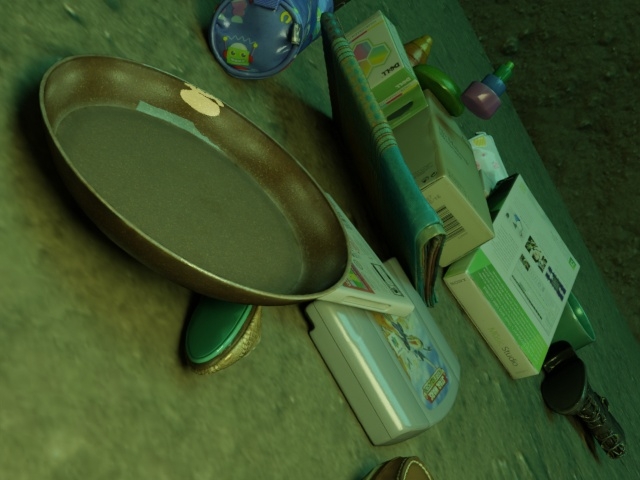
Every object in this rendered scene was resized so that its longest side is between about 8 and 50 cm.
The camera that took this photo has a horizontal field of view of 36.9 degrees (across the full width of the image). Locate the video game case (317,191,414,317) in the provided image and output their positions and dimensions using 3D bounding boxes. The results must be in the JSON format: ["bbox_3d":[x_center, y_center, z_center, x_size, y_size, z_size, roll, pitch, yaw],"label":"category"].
[{"bbox_3d":[0.000,0.000,1.081,0.183,0.023,0.201,17,31,-52],"label":"video game case"}]

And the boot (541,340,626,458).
[{"bbox_3d":[0.516,0.324,1.822,0.229,0.091,0.263,54,18,-10],"label":"boot"}]

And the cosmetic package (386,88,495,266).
[{"bbox_3d":[0.199,-0.116,1.677,0.160,0.113,0.309,46,24,-28],"label":"cosmetic package"}]

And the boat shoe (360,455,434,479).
[{"bbox_3d":[0.090,0.301,0.817,0.122,0.120,0.324,52,21,-18],"label":"boat shoe"}]

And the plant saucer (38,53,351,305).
[{"bbox_3d":[-0.110,-0.048,0.842,0.310,0.050,0.311,30,26,-16],"label":"plant saucer"}]

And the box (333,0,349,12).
[{"bbox_3d":[-0.058,-0.477,1.510,0.247,0.163,0.142,40,27,-40],"label":"box"}]

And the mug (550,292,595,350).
[{"bbox_3d":[0.495,0.179,1.968,0.158,0.097,0.129,50,22,-25],"label":"mug"}]

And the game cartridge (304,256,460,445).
[{"bbox_3d":[0.088,0.131,1.156,0.198,0.062,0.297,56,20,4],"label":"game cartridge"}]

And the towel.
[{"bbox_3d":[0.084,-0.102,1.334,0.271,0.040,0.370,81,-11,-64],"label":"towel"}]

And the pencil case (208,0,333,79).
[{"bbox_3d":[-0.060,-0.311,1.325,0.119,0.133,0.306,27,23,-1],"label":"pencil case"}]

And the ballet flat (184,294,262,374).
[{"bbox_3d":[-0.074,0.059,0.860,0.206,0.073,0.067,-84,153,-53],"label":"ballet flat"}]

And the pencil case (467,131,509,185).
[{"bbox_3d":[0.358,-0.088,1.991,0.273,0.124,0.113,60,20,6],"label":"pencil case"}]

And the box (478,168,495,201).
[{"bbox_3d":[0.299,-0.059,1.843,0.102,0.101,0.087,47,24,-25],"label":"box"}]

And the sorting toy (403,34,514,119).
[{"bbox_3d":[0.235,-0.321,1.794,0.127,0.126,0.365,45,-8,-33],"label":"sorting toy"}]

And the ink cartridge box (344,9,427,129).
[{"bbox_3d":[0.105,-0.302,1.725,0.062,0.109,0.209,33,33,-49],"label":"ink cartridge box"}]

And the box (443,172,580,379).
[{"bbox_3d":[0.349,0.057,1.708,0.232,0.058,0.322,54,41,-15],"label":"box"}]
